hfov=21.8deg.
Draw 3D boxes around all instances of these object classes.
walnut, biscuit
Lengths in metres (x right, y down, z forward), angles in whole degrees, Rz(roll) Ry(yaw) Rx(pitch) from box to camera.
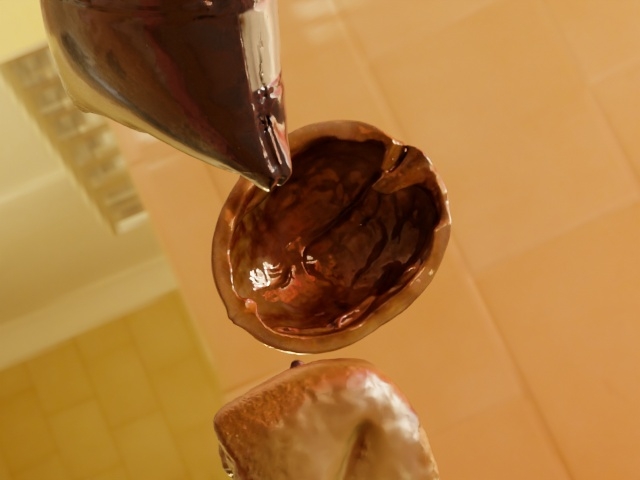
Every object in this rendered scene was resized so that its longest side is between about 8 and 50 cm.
[{"bbox_3d":[-0.002,0.001,1.329,0.211,0.167,0.087,-39,1,-17],"label":"walnut"},{"bbox_3d":[0.016,0.221,1.017,0.154,0.299,0.045,-6,0,-26],"label":"biscuit"}]

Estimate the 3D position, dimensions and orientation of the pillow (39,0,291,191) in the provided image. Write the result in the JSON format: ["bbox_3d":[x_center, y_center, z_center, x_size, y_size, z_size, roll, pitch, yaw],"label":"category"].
[{"bbox_3d":[-0.095,-0.160,0.892,0.106,0.186,0.249,-29,-55,-34],"label":"pillow"}]
